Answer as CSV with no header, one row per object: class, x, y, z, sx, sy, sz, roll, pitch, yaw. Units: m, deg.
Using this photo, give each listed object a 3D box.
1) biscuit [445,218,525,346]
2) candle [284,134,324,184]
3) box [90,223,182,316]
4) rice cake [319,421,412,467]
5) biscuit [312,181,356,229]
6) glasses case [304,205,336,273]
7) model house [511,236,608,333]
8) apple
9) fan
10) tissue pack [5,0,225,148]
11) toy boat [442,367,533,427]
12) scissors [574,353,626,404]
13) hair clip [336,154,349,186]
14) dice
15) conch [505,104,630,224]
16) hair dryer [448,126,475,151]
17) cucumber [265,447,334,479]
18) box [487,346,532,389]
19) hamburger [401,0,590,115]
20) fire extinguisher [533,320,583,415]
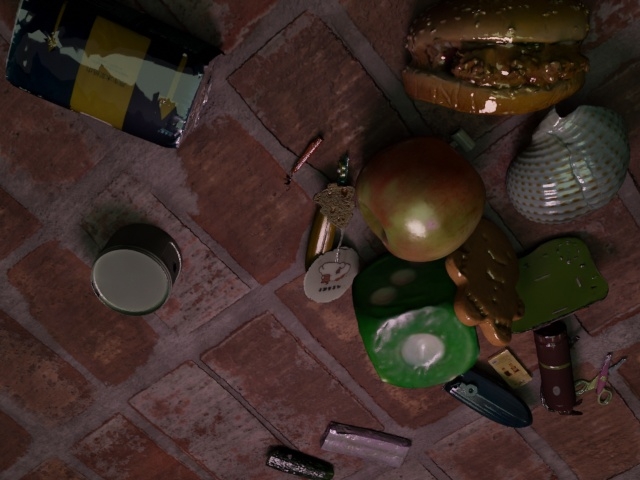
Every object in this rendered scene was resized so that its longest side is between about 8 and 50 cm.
biscuit,0.437,0.093,1.654,0.275,0.355,0.052,38,138,-19
candle,-0.048,-0.214,1.711,0.026,0.021,0.167,45,115,10
box,-0.520,0.085,1.818,0.226,0.149,0.226,1,118,2
rice cake,0.152,0.686,2.147,0.297,0.050,0.106,15,117,-4
biscuit,0.044,-0.091,1.698,0.119,0.019,0.130,-11,95,2
glasses case,0.000,0.000,1.785,0.064,0.079,0.234,8,118,-11
model house,0.628,0.136,1.811,0.293,0.207,0.154,-23,159,4
apple,0.252,-0.109,1.594,0.277,0.319,0.319,-34,112,-5
fan,0.049,0.041,1.783,0.190,0.009,0.329,-6,123,-34
tissue pack,-0.464,-0.410,1.497,0.416,0.264,0.253,21,112,-9
toy boat,0.529,0.492,1.985,0.296,0.122,0.114,31,96,-2
scissors,0.877,0.429,1.994,0.133,0.020,0.187,21,118,-3
hair clip,0.060,-0.145,1.727,0.049,0.049,0.173,1,119,3
dice,0.265,0.206,1.759,0.297,0.300,0.287,-17,118,10
conch,0.612,-0.166,1.556,0.302,0.215,0.319,-12,154,4
hair dryer,0.339,-0.236,1.674,0.063,0.038,0.124,42,118,-17
cucumber,-0.068,0.774,2.193,0.241,0.074,0.074,20,117,-9
box,0.592,0.401,1.995,0.073,0.020,0.149,-36,110,18
hamburger,0.420,-0.421,1.436,0.445,0.287,0.268,-2,117,0
fire extinguisher,0.729,0.401,1.939,0.141,0.105,0.341,-13,113,11
